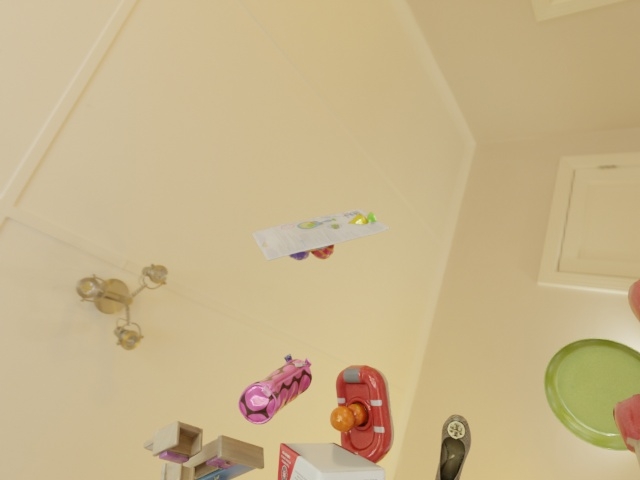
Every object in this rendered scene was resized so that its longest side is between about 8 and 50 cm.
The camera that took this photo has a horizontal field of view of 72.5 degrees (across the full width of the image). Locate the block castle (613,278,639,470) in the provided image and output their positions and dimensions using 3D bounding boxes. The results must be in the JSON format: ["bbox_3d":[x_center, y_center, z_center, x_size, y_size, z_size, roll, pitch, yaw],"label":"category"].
[{"bbox_3d":[0.594,0.174,0.463,0.213,0.452,0.303,-54,-44,-52],"label":"block castle"}]

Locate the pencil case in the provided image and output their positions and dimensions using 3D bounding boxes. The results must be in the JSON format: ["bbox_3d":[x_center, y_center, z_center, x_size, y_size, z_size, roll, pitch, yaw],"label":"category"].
[{"bbox_3d":[-0.092,0.327,0.976,0.095,0.098,0.209,51,-162,11],"label":"pencil case"}]

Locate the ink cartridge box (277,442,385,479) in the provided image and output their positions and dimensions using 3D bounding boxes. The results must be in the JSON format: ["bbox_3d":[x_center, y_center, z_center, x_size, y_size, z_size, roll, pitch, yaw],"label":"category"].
[{"bbox_3d":[0.004,0.479,0.677,0.114,0.197,0.273,10,-105,-20],"label":"ink cartridge box"}]

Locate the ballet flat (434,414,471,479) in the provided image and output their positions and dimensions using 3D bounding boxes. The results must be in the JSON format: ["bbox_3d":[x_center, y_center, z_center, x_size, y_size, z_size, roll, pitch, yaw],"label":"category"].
[{"bbox_3d":[0.366,0.614,1.228,0.058,0.084,0.250,-8,-70,-65],"label":"ballet flat"}]

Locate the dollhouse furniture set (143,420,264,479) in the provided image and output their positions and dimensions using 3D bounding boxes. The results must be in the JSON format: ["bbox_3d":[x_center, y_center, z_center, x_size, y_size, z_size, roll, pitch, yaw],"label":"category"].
[{"bbox_3d":[-0.259,0.586,0.892,0.286,0.198,0.304,40,-154,-38],"label":"dollhouse furniture set"}]

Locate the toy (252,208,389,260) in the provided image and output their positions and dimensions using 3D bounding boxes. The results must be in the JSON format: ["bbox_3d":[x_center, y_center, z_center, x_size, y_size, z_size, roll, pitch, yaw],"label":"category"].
[{"bbox_3d":[0.000,0.000,0.847,0.237,0.137,0.056,-17,-65,-14],"label":"toy"}]

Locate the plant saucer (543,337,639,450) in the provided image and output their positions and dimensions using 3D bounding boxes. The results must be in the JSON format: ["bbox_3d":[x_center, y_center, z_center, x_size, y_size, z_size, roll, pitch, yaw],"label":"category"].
[{"bbox_3d":[0.636,0.339,0.981,0.037,0.240,0.241,6,-91,-50],"label":"plant saucer"}]

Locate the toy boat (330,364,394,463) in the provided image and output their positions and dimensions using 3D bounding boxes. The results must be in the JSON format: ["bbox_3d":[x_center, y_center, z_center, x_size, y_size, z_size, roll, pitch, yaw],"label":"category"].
[{"bbox_3d":[0.083,0.427,1.061,0.151,0.150,0.231,5,-106,-46],"label":"toy boat"}]
